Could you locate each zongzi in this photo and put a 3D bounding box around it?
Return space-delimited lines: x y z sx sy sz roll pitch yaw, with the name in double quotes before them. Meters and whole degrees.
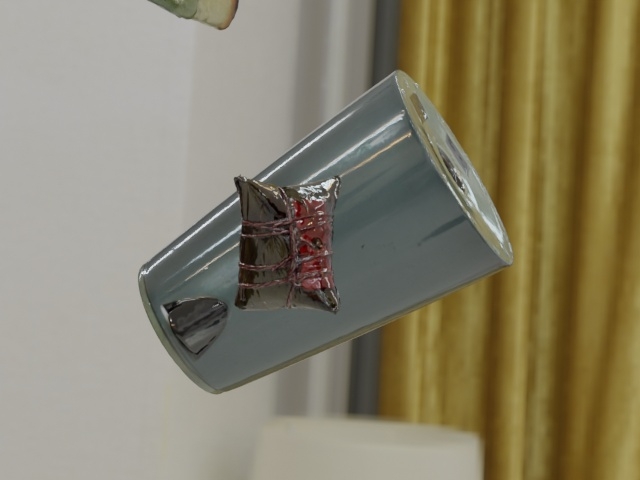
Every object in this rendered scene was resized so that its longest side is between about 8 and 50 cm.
"zongzi" -0.024 -0.007 0.943 0.067 0.083 0.073 2 -17 42

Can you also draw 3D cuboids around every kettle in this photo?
"kettle" 0.000 0.000 1.312 0.243 0.160 0.210 -30 6 14

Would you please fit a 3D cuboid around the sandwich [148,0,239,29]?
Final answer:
"sandwich" -0.120 -0.244 1.001 0.186 0.220 0.108 15 6 25
